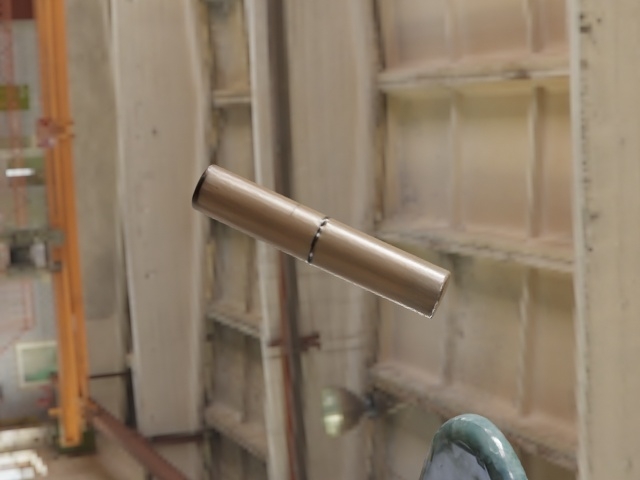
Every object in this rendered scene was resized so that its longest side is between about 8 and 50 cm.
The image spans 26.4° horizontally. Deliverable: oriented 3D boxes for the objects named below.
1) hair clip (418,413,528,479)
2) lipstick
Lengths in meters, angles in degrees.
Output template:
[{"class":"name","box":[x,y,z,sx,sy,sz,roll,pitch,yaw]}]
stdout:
[{"class":"hair clip","box":[0.158,0.298,0.746,0.318,0.239,0.392,139,-56,-63]},{"class":"lipstick","box":[0.000,0.000,0.474,0.019,0.094,0.019,-60,168,-22]}]
